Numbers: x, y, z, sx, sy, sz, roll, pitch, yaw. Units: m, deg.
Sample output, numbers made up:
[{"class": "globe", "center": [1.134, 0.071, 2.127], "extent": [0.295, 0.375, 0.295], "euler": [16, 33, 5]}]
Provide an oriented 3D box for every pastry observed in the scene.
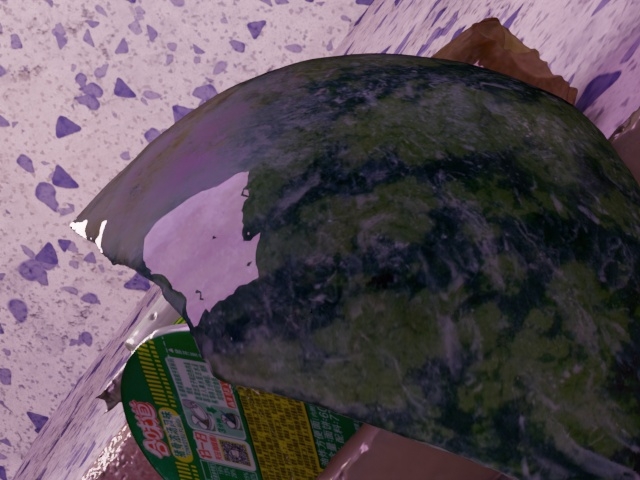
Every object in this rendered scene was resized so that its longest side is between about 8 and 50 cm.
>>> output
[{"class": "pastry", "center": [-0.178, 0.226, 1.486], "extent": [0.265, 0.103, 0.112], "euler": [-60, 18, -18]}]

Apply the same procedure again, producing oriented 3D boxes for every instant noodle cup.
[{"class": "instant noodle cup", "center": [0.014, 0.067, 0.888], "extent": [0.207, 0.207, 0.232], "euler": [-45, 5, 46]}]

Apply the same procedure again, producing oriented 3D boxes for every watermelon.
[{"class": "watermelon", "center": [0.024, 0.009, 0.620], "extent": [0.176, 0.260, 0.256], "euler": [-55, 20, 40]}]

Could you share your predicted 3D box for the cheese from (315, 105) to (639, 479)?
[{"class": "cheese", "center": [0.081, 0.092, 0.715], "extent": [0.400, 0.085, 0.034], "euler": [-51, 13, 21]}]

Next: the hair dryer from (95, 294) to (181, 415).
[{"class": "hair dryer", "center": [-0.135, 0.058, 1.480], "extent": [0.108, 0.173, 0.357], "euler": [22, 66, 42]}]

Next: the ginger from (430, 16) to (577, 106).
[{"class": "ginger", "center": [0.081, -0.079, 1.048], "extent": [0.276, 0.130, 0.221], "euler": [-12, 43, 34]}]
